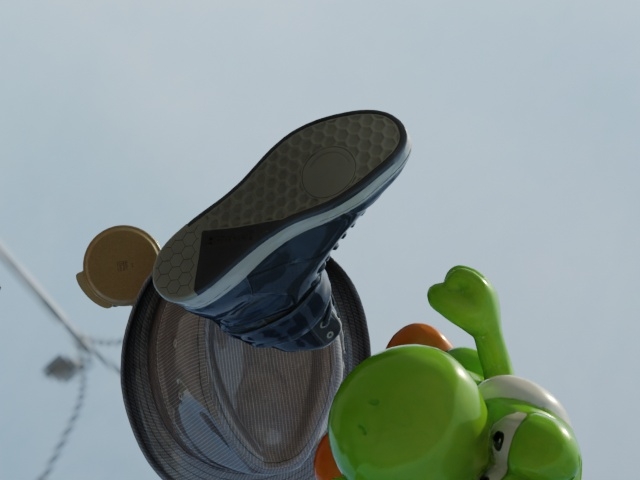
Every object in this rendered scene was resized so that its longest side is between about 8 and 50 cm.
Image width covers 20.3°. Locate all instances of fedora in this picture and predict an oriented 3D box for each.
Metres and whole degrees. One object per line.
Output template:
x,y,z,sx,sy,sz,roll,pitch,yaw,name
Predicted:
-0.057,0.120,1.640,0.244,0.275,0.124,-1,-176,-14,fedora

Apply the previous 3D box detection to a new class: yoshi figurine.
0.072,0.131,1.295,0.203,0.203,0.362,-14,-178,-10,yoshi figurine

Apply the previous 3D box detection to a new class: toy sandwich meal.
-0.188,0.027,1.696,0.085,0.085,0.029,-38,178,-2,toy sandwich meal

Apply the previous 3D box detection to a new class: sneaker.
-0.001,-0.001,1.405,0.226,0.163,0.086,-34,-127,12,sneaker
